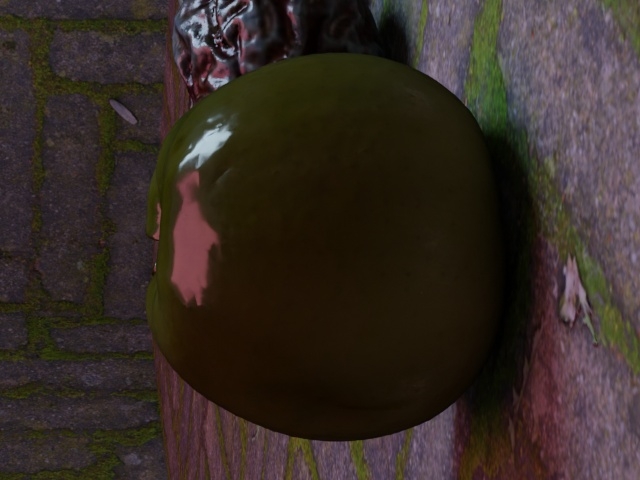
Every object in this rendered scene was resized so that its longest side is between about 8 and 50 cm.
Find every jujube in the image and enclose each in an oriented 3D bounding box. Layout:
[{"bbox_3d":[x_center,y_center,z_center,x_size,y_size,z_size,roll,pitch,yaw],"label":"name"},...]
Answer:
[{"bbox_3d":[-0.037,-0.118,1.514,0.226,0.226,0.317,151,118,-78],"label":"jujube"}]

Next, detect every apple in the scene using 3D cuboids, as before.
[{"bbox_3d":[0.004,0.007,1.170,0.233,0.257,0.295,-167,78,-78],"label":"apple"}]

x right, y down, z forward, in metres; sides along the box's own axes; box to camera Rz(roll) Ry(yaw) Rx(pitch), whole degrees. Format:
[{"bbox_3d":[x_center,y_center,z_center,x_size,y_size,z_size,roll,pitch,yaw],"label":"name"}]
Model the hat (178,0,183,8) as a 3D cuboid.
[{"bbox_3d":[-0.097,-0.352,1.964,0.301,0.168,0.258,149,121,-78],"label":"hat"}]
